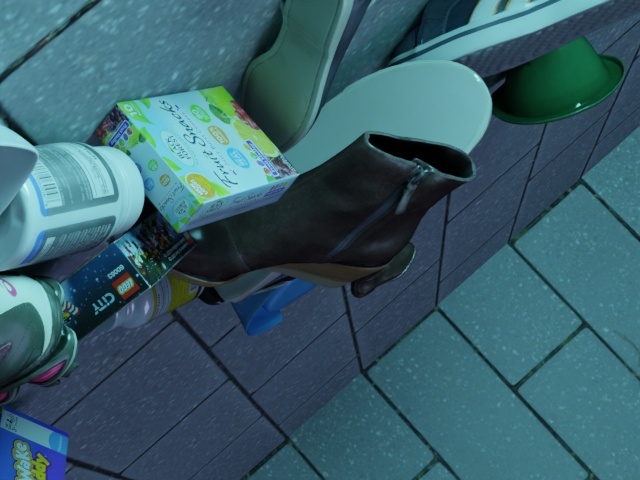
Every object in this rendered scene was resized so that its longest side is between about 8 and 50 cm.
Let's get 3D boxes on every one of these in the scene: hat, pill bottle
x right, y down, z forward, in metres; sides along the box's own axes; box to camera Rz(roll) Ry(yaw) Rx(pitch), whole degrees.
[{"bbox_3d":[0.268,-0.258,1.659,0.173,0.184,0.208,-32,-153,-15],"label":"hat"},{"bbox_3d":[-0.183,-0.026,0.921,0.078,0.078,0.137,-48,166,24],"label":"pill bottle"},{"bbox_3d":[-0.164,0.042,1.246,0.116,0.065,0.065,-26,159,-51],"label":"pill bottle"}]

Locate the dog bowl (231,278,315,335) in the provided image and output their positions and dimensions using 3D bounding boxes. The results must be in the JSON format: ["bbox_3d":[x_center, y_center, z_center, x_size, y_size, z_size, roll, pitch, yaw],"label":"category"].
[{"bbox_3d":[0.000,0.000,1.589,0.297,0.074,0.166,-31,163,-40],"label":"dog bowl"}]

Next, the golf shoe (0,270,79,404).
[{"bbox_3d":[-0.300,0.099,0.922,0.272,0.105,0.120,-34,159,5],"label":"golf shoe"}]

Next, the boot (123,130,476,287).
[{"bbox_3d":[-0.020,-0.038,1.148,0.248,0.090,0.207,10,145,-31],"label":"boot"}]

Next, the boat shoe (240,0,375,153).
[{"bbox_3d":[-0.004,-0.145,1.084,0.065,0.075,0.206,-28,157,-39],"label":"boat shoe"}]

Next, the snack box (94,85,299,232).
[{"bbox_3d":[-0.090,-0.064,1.028,0.037,0.100,0.141,-49,166,28],"label":"snack box"}]

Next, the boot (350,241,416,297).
[{"bbox_3d":[0.080,0.019,1.656,0.106,0.037,0.114,-41,164,-17],"label":"boot"}]

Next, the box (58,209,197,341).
[{"bbox_3d":[-0.213,0.068,1.063,0.233,0.044,0.159,-36,-176,13],"label":"box"}]

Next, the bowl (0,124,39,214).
[{"bbox_3d":[-0.248,-0.023,0.793,0.142,0.053,0.142,-45,167,18],"label":"bowl"}]

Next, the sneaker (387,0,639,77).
[{"bbox_3d":[0.199,-0.246,1.297,0.321,0.128,0.126,-21,171,25],"label":"sneaker"}]

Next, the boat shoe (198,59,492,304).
[{"bbox_3d":[0.020,-0.059,1.342,0.340,0.127,0.158,-31,175,10],"label":"boat shoe"}]

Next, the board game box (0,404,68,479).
[{"bbox_3d":[-0.376,0.362,1.340,0.347,0.078,0.233,-49,-153,26],"label":"board game box"}]
